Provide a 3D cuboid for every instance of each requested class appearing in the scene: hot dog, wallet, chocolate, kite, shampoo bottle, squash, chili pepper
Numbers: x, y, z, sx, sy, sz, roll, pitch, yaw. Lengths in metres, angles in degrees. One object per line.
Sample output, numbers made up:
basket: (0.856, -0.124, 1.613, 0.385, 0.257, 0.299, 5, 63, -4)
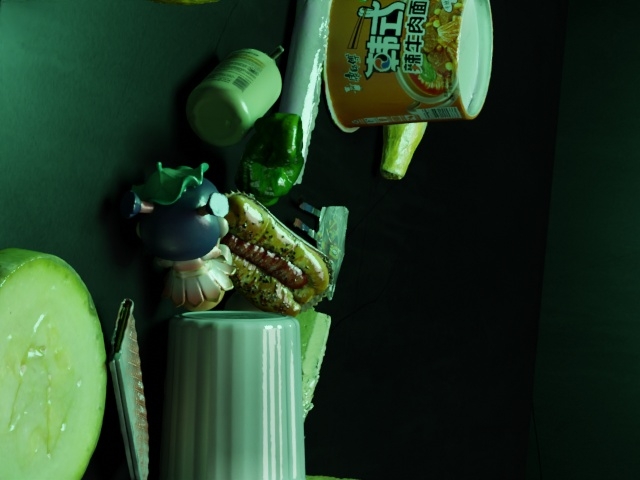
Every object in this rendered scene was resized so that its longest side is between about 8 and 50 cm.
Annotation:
hot dog: (-0.072, 0.019, 1.780, 0.191, 0.108, 0.059, 40, 18, -26)
wallet: (-0.195, 0.166, 1.583, 0.103, 0.020, 0.196, -89, 176, -53)
chocolate: (0.133, -0.198, 2.407, 0.085, 0.086, 0.219, 57, 46, -59)
kite: (-0.001, 0.000, 2.153, 0.245, 0.015, 0.141, 38, 57, -71)
shampoo bottle: (-0.092, -0.174, 1.771, 0.162, 0.079, 0.079, -56, 145, -55)
squash: (-0.272, 0.135, 1.385, 0.252, 0.049, 0.252, 4, 90, -71)
chili pepper: (-0.059, -0.093, 1.741, 0.257, 0.074, 0.100, 109, 7, -75)

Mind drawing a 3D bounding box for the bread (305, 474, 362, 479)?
bread: (0.029, 0.399, 1.950, 0.114, 0.275, 0.184, -55, 145, -60)

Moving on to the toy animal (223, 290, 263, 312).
toy animal: (-0.071, 0.063, 1.879, 0.089, 0.083, 0.150, 66, 35, -48)

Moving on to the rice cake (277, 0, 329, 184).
rice cake: (-0.026, -0.201, 1.986, 0.049, 0.055, 0.269, 97, 3, -79)

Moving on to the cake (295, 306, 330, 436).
cake: (-0.051, 0.196, 1.963, 0.220, 0.086, 0.116, -78, -176, -47)

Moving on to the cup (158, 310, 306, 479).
cup: (-0.113, 0.183, 1.740, 0.167, 0.221, 0.202, 0, 92, -36)

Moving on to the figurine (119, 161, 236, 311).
figurine: (-0.138, -0.005, 1.639, 0.102, 0.112, 0.195, -94, 172, -46)

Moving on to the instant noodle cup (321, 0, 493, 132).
instant noodle cup: (0.131, -0.272, 2.198, 0.250, 0.192, 0.250, 5, 90, -70)

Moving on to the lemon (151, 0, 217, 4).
lemon: (-0.125, -0.340, 1.378, 0.310, 0.258, 0.257, -3, 97, -70)
